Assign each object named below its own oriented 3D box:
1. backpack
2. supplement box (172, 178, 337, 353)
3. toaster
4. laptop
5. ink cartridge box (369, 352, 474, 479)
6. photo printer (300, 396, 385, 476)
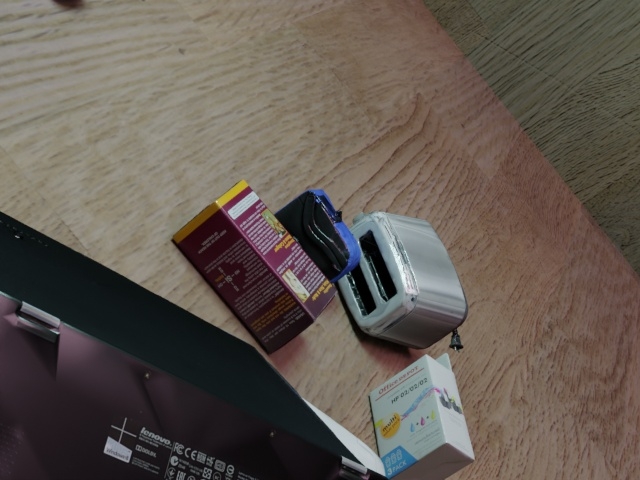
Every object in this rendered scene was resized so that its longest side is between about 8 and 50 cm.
[{"bbox_3d":[0.000,0.000,1.542,0.120,0.098,0.101,56,21,10],"label":"backpack"},{"bbox_3d":[-0.078,0.030,1.385,0.188,0.081,0.104,50,24,-4],"label":"supplement box"},{"bbox_3d":[0.111,0.062,1.621,0.146,0.129,0.227,16,45,-47],"label":"toaster"},{"bbox_3d":[-0.165,0.180,0.868,0.382,0.236,0.408,32,59,-34],"label":"laptop"},{"bbox_3d":[0.124,0.223,1.451,0.061,0.104,0.181,36,29,-33],"label":"ink cartridge box"},{"bbox_3d":[-0.042,0.287,1.075,0.256,0.107,0.307,38,29,-26],"label":"photo printer"}]
